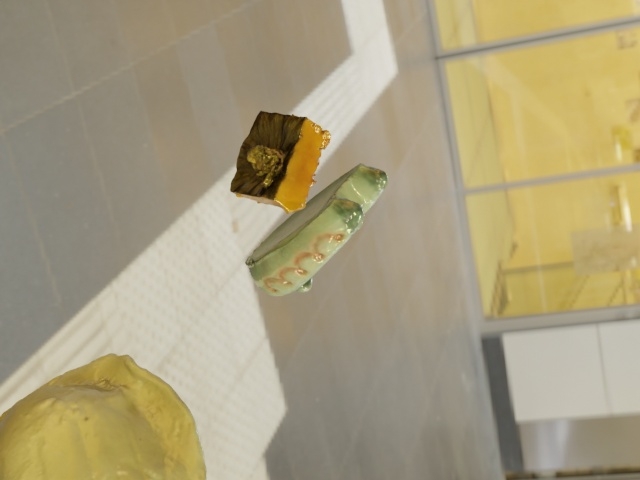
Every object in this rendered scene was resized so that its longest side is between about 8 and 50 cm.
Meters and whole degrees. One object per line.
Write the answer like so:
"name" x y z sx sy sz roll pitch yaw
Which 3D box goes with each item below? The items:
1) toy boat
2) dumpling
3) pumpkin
"toy boat" 0.000 0.000 1.167 0.079 0.207 0.134 44 39 -10
"dumpling" -0.192 0.196 0.901 0.179 0.252 0.131 -44 141 -19
"pumpkin" -0.039 -0.068 0.878 0.054 0.074 0.083 25 82 -40
